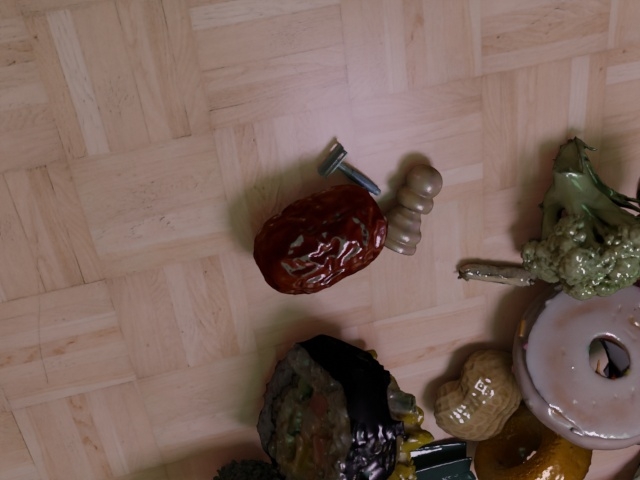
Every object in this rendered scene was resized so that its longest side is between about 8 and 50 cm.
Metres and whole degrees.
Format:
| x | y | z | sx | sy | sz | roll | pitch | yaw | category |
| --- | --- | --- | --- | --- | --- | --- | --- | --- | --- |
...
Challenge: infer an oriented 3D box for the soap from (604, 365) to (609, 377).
| x | y | z | sx | sy | sz | roll | pitch | yaw | category |
| --- | --- | --- | --- | --- | --- | --- | --- | --- | --- |
| 0.763 | 0.227 | 1.823 | 0.258 | 0.159 | 0.302 | -29 | 131 | 6 | soap |

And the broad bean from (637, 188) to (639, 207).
| x | y | z | sx | sy | sz | roll | pitch | yaw | category |
| --- | --- | --- | --- | --- | --- | --- | --- | --- | --- |
| 0.754 | -0.033 | 1.746 | 0.098 | 0.056 | 0.318 | -31 | 121 | 4 | broad bean |

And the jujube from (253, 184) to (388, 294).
| x | y | z | sx | sy | sz | roll | pitch | yaw | category |
| --- | --- | --- | --- | --- | --- | --- | --- | --- | --- |
| 0.000 | 0.000 | 1.491 | 0.251 | 0.174 | 0.174 | -32 | 123 | -1 | jujube |

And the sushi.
| x | y | z | sx | sy | sz | roll | pitch | yaw | category |
| --- | --- | --- | --- | --- | --- | --- | --- | --- | --- |
| 0.068 | 0.361 | 1.653 | 0.286 | 0.328 | 0.328 | 3 | 106 | -33 | sushi |

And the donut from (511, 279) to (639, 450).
| x | y | z | sx | sy | sz | roll | pitch | yaw | category |
| --- | --- | --- | --- | --- | --- | --- | --- | --- | --- |
| 0.589 | 0.249 | 1.736 | 0.383 | 0.142 | 0.382 | 0 | 85 | -1 | donut |

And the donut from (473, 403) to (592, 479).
| x | y | z | sx | sy | sz | roll | pitch | yaw | category |
| --- | --- | --- | --- | --- | --- | --- | --- | --- | --- |
| 0.472 | 0.491 | 1.862 | 0.278 | 0.277 | 0.108 | -41 | 113 | 10 | donut |

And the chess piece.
| x | y | z | sx | sy | sz | roll | pitch | yaw | category |
| --- | --- | --- | --- | --- | --- | --- | --- | --- | --- |
| 0.171 | -0.064 | 1.548 | 0.094 | 0.094 | 0.170 | 17 | 111 | -24 | chess piece |

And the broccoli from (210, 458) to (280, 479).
| x | y | z | sx | sy | sz | roll | pitch | yaw | category |
| --- | --- | --- | --- | --- | --- | --- | --- | --- | --- |
| -0.115 | 0.628 | 1.706 | 0.294 | 0.348 | 0.280 | 6 | 115 | 11 | broccoli |

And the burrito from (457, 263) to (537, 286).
| x | y | z | sx | sy | sz | roll | pitch | yaw | category |
| --- | --- | --- | --- | --- | --- | --- | --- | --- | --- |
| 0.375 | 0.071 | 1.713 | 0.186 | 0.041 | 0.045 | 7 | 159 | -20 | burrito |

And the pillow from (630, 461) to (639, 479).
| x | y | z | sx | sy | sz | roll | pitch | yaw | category |
| --- | --- | --- | --- | --- | --- | --- | --- | --- | --- |
| 0.890 | 0.703 | 2.145 | 0.312 | 0.119 | 0.310 | -53 | 128 | -20 | pillow |

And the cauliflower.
| x | y | z | sx | sy | sz | roll | pitch | yaw | category |
| --- | --- | --- | --- | --- | --- | --- | --- | --- | --- |
| 0.510 | -0.014 | 1.575 | 0.281 | 0.260 | 0.327 | 44 | 140 | -14 | cauliflower |

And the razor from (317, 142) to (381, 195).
| x | y | z | sx | sy | sz | roll | pitch | yaw | category |
| --- | --- | --- | --- | --- | --- | --- | --- | --- | --- |
| 0.065 | -0.119 | 1.516 | 0.135 | 0.040 | 0.068 | 31 | 108 | -34 | razor |

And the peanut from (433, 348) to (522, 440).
| x | y | z | sx | sy | sz | roll | pitch | yaw | category |
| --- | --- | --- | --- | --- | --- | --- | --- | --- | --- |
| 0.363 | 0.348 | 1.833 | 0.197 | 0.110 | 0.233 | 23 | 113 | -26 | peanut |

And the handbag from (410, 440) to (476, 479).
| x | y | z | sx | sy | sz | roll | pitch | yaw | category |
| --- | --- | --- | --- | --- | --- | --- | --- | --- | --- |
| 0.258 | 0.642 | 1.993 | 0.239 | 0.089 | 0.326 | -10 | 121 | -10 | handbag |
